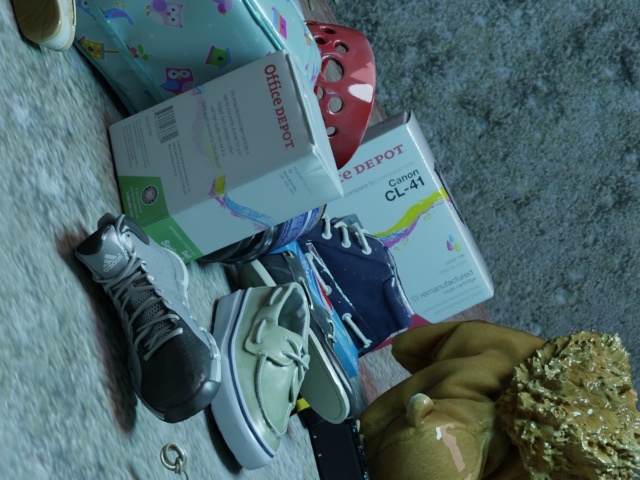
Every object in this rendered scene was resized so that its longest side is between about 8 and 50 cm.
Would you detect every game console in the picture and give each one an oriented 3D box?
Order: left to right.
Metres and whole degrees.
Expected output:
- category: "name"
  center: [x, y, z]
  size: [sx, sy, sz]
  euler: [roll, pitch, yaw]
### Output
- category: "game console"
  center: [0.020, 0.283, 1.948]
  size: [0.107, 0.071, 0.122]
  euler: [99, -18, -48]

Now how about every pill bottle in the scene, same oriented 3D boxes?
- category: "pill bottle"
  center: [-0.084, -0.040, 1.806]
  size: [0.123, 0.123, 0.219]
  euler: [65, 24, -1]

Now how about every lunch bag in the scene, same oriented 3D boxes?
- category: "lunch bag"
  center: [-0.142, -0.219, 1.717]
  size: [0.279, 0.224, 0.108]
  euler: [56, 26, -35]

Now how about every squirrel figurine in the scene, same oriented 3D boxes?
- category: "squirrel figurine"
  center: [0.231, 0.243, 2.082]
  size: [0.370, 0.397, 0.281]
  euler: [-12, 87, -66]

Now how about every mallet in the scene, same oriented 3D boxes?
- category: "mallet"
  center: [-0.026, 0.204, 1.843]
  size: [0.062, 0.039, 0.189]
  euler: [60, 15, -1]

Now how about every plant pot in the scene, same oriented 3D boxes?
- category: "plant pot"
  center: [-0.045, -0.191, 2.003]
  size: [0.174, 0.191, 0.191]
  euler: [8, 46, -27]

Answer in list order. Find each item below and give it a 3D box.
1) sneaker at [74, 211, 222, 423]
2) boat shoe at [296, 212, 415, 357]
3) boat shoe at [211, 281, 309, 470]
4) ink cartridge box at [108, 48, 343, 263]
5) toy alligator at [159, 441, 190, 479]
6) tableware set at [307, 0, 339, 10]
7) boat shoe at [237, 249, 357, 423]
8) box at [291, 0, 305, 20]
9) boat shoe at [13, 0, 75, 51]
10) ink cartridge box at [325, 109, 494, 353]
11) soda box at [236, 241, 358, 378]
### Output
- category: "sneaker"
  center: [-0.167, 0.056, 1.393]
  size: [0.132, 0.086, 0.229]
  euler: [51, 8, -38]
- category: "boat shoe"
  center: [0.000, 0.000, 2.072]
  size: [0.340, 0.158, 0.127]
  euler: [64, 11, -11]
- category: "boat shoe"
  center: [-0.061, 0.127, 1.675]
  size: [0.109, 0.094, 0.302]
  euler: [60, 12, -27]
- category: "ink cartridge box"
  center: [-0.099, -0.084, 1.635]
  size: [0.093, 0.212, 0.154]
  euler: [53, 17, -50]
- category: "toy alligator"
  center: [-0.097, 0.257, 1.350]
  size: [0.051, 0.056, 0.190]
  euler: [-15, -76, 58]
- category: "tableware set"
  center: [-0.033, -0.361, 2.058]
  size: [0.128, 0.039, 0.194]
  euler: [53, 2, 5]
- category: "boat shoe"
  center: [-0.012, 0.108, 1.845]
  size: [0.233, 0.079, 0.084]
  euler: [58, -37, 26]
- category: "box"
  center: [-0.140, -0.328, 2.053]
  size: [0.181, 0.182, 0.119]
  euler: [54, 15, -48]
- category: "boat shoe"
  center: [-0.281, -0.265, 1.577]
  size: [0.059, 0.063, 0.170]
  euler: [48, 30, -66]
- category: "ink cartridge box"
  center: [0.105, -0.013, 2.431]
  size: [0.306, 0.226, 0.131]
  euler: [62, 10, -12]
- category: "soda box"
  center: [-0.028, 0.087, 1.983]
  size: [0.210, 0.071, 0.067]
  euler: [61, 12, -22]
